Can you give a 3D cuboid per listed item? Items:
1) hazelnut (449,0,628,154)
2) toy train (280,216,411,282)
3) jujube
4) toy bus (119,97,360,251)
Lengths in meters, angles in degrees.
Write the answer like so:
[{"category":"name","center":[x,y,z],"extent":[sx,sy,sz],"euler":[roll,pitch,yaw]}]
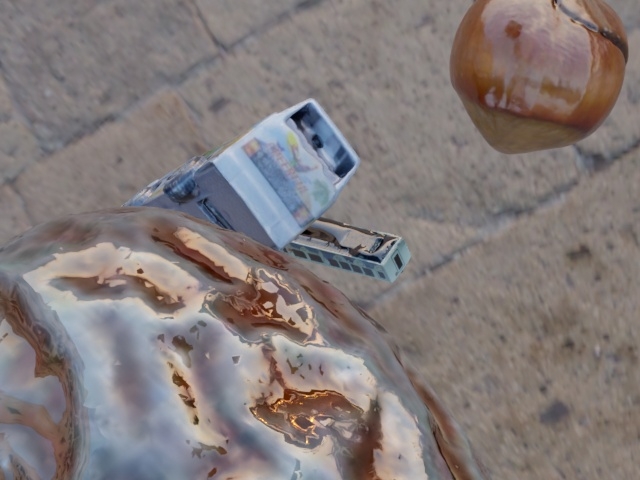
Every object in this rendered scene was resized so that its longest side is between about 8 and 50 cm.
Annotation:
[{"category":"hazelnut","center":[0.210,-0.174,1.547],"extent":[0.182,0.182,0.182],"euler":[-4,72,12]},{"category":"toy train","center":[0.000,0.000,1.674],"extent":[0.207,0.047,0.043],"euler":[15,56,37]},{"category":"jujube","center":[-0.052,0.131,0.689],"extent":[0.308,0.215,0.246],"euler":[35,79,29]},{"category":"toy bus","center":[-0.087,-0.040,1.444],"extent":[0.136,0.329,0.109],"euler":[-43,100,-21]}]
